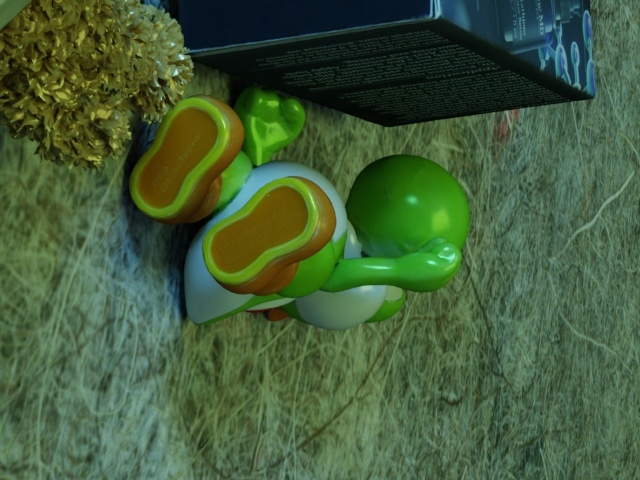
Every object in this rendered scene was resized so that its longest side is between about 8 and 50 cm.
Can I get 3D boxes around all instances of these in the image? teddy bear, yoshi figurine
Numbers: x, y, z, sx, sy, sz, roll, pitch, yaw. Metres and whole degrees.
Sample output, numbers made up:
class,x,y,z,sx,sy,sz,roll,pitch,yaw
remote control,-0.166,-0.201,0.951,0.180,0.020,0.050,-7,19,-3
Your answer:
class,x,y,z,sx,sy,sz,roll,pitch,yaw
teddy bear,-0.169,-0.164,1.040,0.338,0.113,0.245,30,65,-62
yoshi figurine,0.013,-0.025,1.350,0.362,0.203,0.203,26,64,-66

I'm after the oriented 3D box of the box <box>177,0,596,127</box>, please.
class,x,y,z,sx,sy,sz,roll,pitch,yaw
box,0.064,-0.269,1.343,0.395,0.212,0.293,8,78,-65

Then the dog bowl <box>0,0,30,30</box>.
class,x,y,z,sx,sy,sz,roll,pitch,yaw
dog bowl,-0.135,-0.235,0.725,0.150,0.408,0.408,42,44,-7
